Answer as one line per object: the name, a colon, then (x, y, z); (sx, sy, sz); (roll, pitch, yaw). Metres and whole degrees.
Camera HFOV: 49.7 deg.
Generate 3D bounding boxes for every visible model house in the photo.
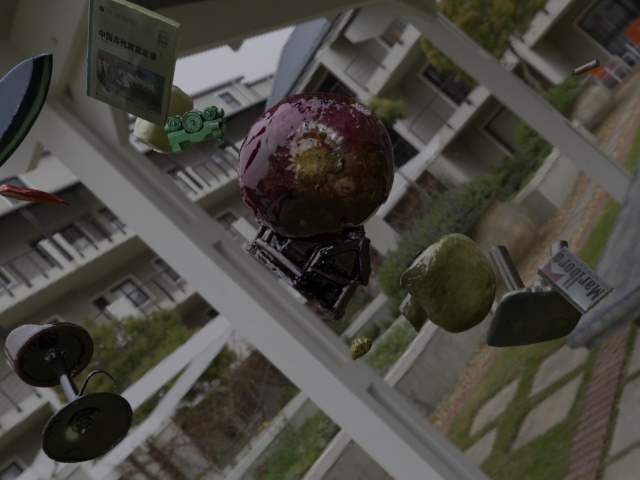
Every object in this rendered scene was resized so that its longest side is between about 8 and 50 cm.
model house: (0.000, 0.000, 1.766); (0.282, 0.297, 0.317); (-51, 14, -4)

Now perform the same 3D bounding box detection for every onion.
onion: (-0.005, -0.162, 1.568); (0.347, 0.348, 0.385); (-48, -1, 6)

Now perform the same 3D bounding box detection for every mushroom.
mushroom: (0.352, 0.126, 1.899); (0.292, 0.212, 0.217); (-34, -38, -2)

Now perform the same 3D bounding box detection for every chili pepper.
chili pepper: (-0.694, -0.109, 1.667); (0.045, 0.178, 0.027); (143, 135, -62)

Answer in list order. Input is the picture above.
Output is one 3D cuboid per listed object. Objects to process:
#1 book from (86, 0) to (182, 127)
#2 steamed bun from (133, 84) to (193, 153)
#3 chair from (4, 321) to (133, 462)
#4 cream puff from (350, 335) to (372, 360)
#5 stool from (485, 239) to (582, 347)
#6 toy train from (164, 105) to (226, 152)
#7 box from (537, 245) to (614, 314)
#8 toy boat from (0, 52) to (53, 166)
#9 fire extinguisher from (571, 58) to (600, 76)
book: (-0.424, -0.399, 1.545); (0.282, 0.215, 0.025); (110, -178, -46)
steamed bun: (-0.575, -0.444, 2.476); (0.170, 0.153, 0.238); (27, -97, -59)
chair: (-0.676, 0.371, 1.829); (0.227, 0.401, 0.226); (-21, -50, -27)
cream puff: (0.121, 0.330, 2.147); (0.083, 0.058, 0.083); (-30, -21, -8)
stool: (0.673, 0.175, 2.243); (0.311, 0.226, 0.310); (-6, -41, -9)
toy train: (-0.347, -0.316, 1.939); (0.178, 0.104, 0.071); (-14, 11, 9)
box: (0.719, 0.112, 1.953); (0.115, 0.177, 0.036); (-38, -26, -12)
toy boat: (-0.651, -0.270, 1.439); (0.299, 0.096, 0.062); (-53, -6, 8)
fire extinguisher: (0.734, -0.475, 1.918); (0.083, 0.028, 0.022); (-21, 59, 49)
